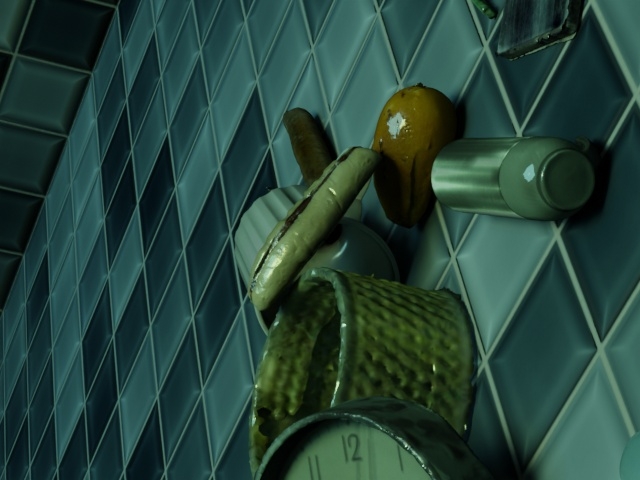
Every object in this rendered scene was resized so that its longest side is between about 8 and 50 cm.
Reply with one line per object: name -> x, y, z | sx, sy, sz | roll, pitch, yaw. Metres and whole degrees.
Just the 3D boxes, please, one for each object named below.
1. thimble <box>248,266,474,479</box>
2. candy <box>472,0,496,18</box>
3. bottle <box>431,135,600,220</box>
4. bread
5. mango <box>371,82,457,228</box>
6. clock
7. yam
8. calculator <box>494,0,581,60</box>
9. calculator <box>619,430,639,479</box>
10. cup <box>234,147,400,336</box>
thimble -> 0.038, 0.166, 2.020 | 0.271, 0.150, 0.271 | -167, 90, -71
candy -> 0.143, -0.312, 2.184 | 0.077, 0.073, 0.262 | -58, 31, 19
bottle -> 0.190, -0.065, 1.865 | 0.096, 0.079, 0.253 | -40, 13, -12
bread -> -0.012, -0.019, 2.077 | 0.214, 0.053, 0.073 | -52, 5, -10
mango -> 0.095, -0.098, 2.136 | 0.105, 0.084, 0.159 | -105, 33, -64
clock -> 0.051, 0.309, 1.798 | 0.325, 0.067, 0.325 | 7, 99, 46
yam -> -0.007, -0.103, 2.480 | 0.264, 0.046, 0.046 | -111, 39, -57
calculator -> 0.237, -0.321, 1.974 | 0.161, 0.021, 0.262 | 167, 114, -69
calculator -> 0.288, 0.249, 1.434 | 0.303, 0.042, 0.188 | -101, 30, -49
cup -> 0.008, 0.013, 2.235 | 0.221, 0.167, 0.202 | -41, 21, 1
